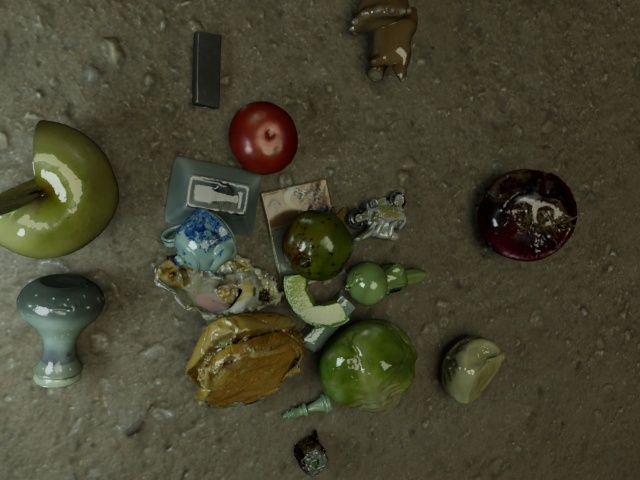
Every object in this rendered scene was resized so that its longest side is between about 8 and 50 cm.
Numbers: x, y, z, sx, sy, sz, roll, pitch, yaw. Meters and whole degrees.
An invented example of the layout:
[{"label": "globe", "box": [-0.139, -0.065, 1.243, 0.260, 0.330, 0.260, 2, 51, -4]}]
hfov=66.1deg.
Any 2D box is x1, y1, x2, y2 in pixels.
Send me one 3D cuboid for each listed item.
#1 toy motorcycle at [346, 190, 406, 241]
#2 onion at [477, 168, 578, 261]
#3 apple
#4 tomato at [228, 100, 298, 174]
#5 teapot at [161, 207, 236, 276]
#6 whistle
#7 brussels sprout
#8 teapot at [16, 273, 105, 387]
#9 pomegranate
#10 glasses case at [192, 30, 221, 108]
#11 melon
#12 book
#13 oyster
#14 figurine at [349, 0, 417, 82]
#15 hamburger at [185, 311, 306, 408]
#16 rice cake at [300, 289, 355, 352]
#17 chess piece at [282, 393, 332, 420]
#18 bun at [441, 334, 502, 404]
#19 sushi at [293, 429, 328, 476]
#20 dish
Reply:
[{"label": "toy motorcycle", "box": [0.185, -0.060, 1.500, 0.228, 0.074, 0.151, -25, 98, -27]}, {"label": "onion", "box": [0.665, -0.082, 1.615, 0.314, 0.232, 0.314, 0, 95, 4]}, {"label": "apple", "box": [-0.584, -0.097, 1.100, 0.233, 0.258, 0.295, 37, 85, -21]}, {"label": "tomato", "box": [-0.151, -0.274, 1.316, 0.195, 0.136, 0.195, -2, 95, -20]}, {"label": "teapot", "box": [-0.308, 0.012, 1.234, 0.159, 0.232, 0.159, -32, 134, -39]}, {"label": "whistle", "box": [0.191, 0.111, 1.507, 0.294, 0.141, 0.141, -17, 101, -38]}, {"label": "brussels sprout", "box": [0.150, 0.365, 1.432, 0.316, 0.242, 0.274, 34, 90, -27]}, {"label": "teapot", "box": [-0.619, 0.213, 1.171, 0.183, 0.183, 0.251, 5, 105, -22]}, {"label": "pomegranate", "box": [0.002, -0.011, 1.355, 0.198, 0.198, 0.246, 33, 70, -20]}, {"label": "glasses case", "box": [-0.299, -0.447, 1.294, 0.072, 0.042, 0.191, 0, 95, -28]}, {"label": "melon", "box": [-0.024, 0.173, 1.403, 0.118, 0.064, 0.209, -37, 89, -7]}, {"label": "book", "box": [-0.048, -0.018, 1.442, 0.208, 0.020, 0.295, -16, 101, -20]}, {"label": "oyster", "box": [-0.272, 0.129, 1.333, 0.354, 0.107, 0.201, 24, 54, -15]}, {"label": "figurine", "box": [0.170, -0.597, 1.391, 0.173, 0.177, 0.247, 13, 97, -40]}, {"label": "hamburger", "box": [-0.197, 0.317, 1.293, 0.318, 0.158, 0.319, -17, 140, -15]}, {"label": "rice cake", "box": [0.021, 0.243, 1.467, 0.206, 0.063, 0.069, -44, 102, -12]}, {"label": "chess piece", "box": [-0.041, 0.508, 1.474, 0.149, 0.059, 0.059, -15, 100, -14]}, {"label": "bun", "box": [0.490, 0.417, 1.630, 0.229, 0.145, 0.229, -29, 135, -34]}, {"label": "sushi", "box": [-0.024, 0.642, 1.475, 0.098, 0.084, 0.094, -33, 108, -12]}, {"label": "dish", "box": [-0.278, -0.116, 1.313, 0.243, 0.080, 0.182, 9, 91, -22]}]
